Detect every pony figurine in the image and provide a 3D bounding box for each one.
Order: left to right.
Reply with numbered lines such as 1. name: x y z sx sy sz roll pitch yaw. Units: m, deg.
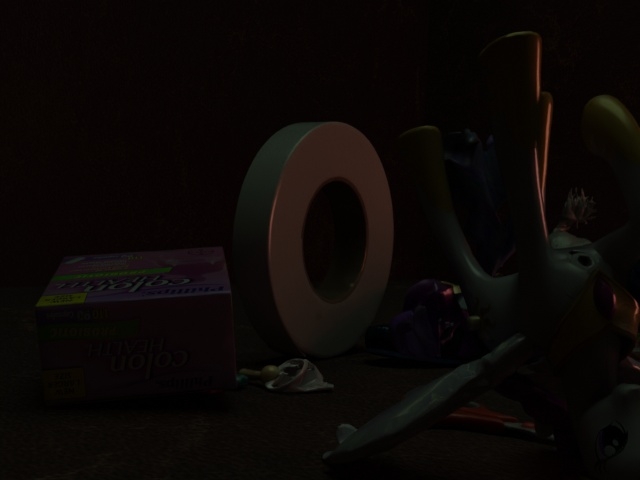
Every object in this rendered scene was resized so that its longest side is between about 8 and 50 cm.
1. pony figurine: 0.160 0.066 0.719 0.303 0.363 0.351 -8 -11 -17

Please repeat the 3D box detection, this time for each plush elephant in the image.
1. plush elephant: 0.532 0.095 1.679 0.255 0.330 0.272 23 1 22

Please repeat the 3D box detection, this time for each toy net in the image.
1. toy net: -0.098 0.167 1.144 0.232 0.045 0.122 3 0 1

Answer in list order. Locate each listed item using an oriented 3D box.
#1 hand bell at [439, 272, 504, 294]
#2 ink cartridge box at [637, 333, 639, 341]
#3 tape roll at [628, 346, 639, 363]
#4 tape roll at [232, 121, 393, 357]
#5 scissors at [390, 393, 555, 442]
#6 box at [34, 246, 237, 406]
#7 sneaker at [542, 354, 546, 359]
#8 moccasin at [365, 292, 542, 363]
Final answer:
1. hand bell: 0.267 0.103 1.613 0.126 0.126 0.242 2 -18 -16
2. ink cartridge box: 0.686 0.168 1.988 0.255 0.097 0.189 2 0 31
3. tape roll: 0.412 0.178 1.103 0.219 0.072 0.219 3 1 0
4. tape roll: 0.000 0.000 1.470 0.072 0.392 0.392 4 1 33
5. scissors: 0.210 0.195 0.956 0.297 0.021 0.109 2 1 30
6. box: -0.216 0.094 1.091 0.213 0.117 0.243 -4 13 -7
7. sneaker: 0.401 0.184 1.432 0.059 0.053 0.144 5 2 -5
8. moccasin: 0.223 0.141 1.492 0.342 0.117 0.137 3 1 -31
